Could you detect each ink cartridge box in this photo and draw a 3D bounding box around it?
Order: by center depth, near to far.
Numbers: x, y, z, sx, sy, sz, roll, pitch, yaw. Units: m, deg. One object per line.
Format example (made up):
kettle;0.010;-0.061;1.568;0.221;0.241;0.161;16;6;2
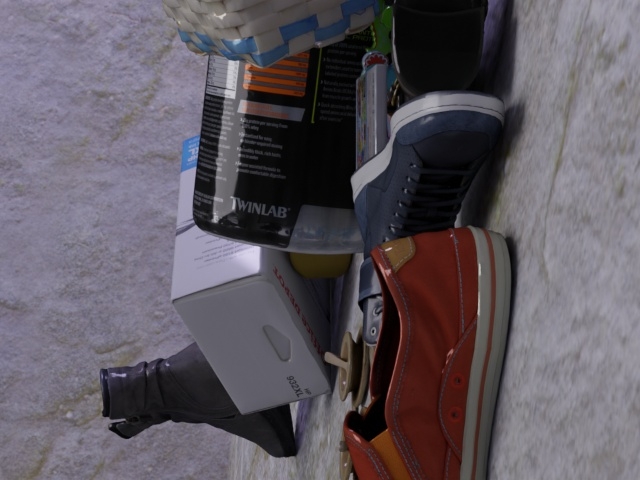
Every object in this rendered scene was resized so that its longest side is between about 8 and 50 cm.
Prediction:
ink cartridge box;-0.082;0.028;2.092;0.307;0.129;0.223;-91;-21;-48

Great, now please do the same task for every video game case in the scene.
video game case;0.043;-0.100;1.411;0.122;0.011;0.087;180;90;-83

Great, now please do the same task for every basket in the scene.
basket;-0.077;-0.307;1.445;0.255;0.201;0.289;28;144;61

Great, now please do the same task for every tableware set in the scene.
tableware set;0.029;0.172;1.738;0.128;0.039;0.194;102;171;-45

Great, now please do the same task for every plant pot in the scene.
plant pot;0.000;0.000;2.011;0.081;0.081;0.083;-91;-2;-49

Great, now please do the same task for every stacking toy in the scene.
stacking toy;0.059;-0.110;1.520;0.167;0.052;0.221;-121;26;-79

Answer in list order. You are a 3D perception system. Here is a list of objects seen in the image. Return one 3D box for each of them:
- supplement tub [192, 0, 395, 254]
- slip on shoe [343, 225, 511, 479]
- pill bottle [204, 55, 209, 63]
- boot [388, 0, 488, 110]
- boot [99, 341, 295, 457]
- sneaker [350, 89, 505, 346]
supplement tub;-0.014;-0.165;1.688;0.207;0.207;0.338;-123;40;-80
slip on shoe;0.063;0.151;1.170;0.123;0.101;0.331;-122;37;-77
pill bottle;-0.013;-0.359;1.856;0.210;0.210;0.363;-95;12;-61
boot;0.093;-0.187;1.318;0.229;0.091;0.263;85;-163;-79
boot;-0.169;0.227;2.296;0.338;0.222;0.118;63;-168;-55
sneaker;0.083;-0.006;1.225;0.226;0.086;0.163;125;146;-66
